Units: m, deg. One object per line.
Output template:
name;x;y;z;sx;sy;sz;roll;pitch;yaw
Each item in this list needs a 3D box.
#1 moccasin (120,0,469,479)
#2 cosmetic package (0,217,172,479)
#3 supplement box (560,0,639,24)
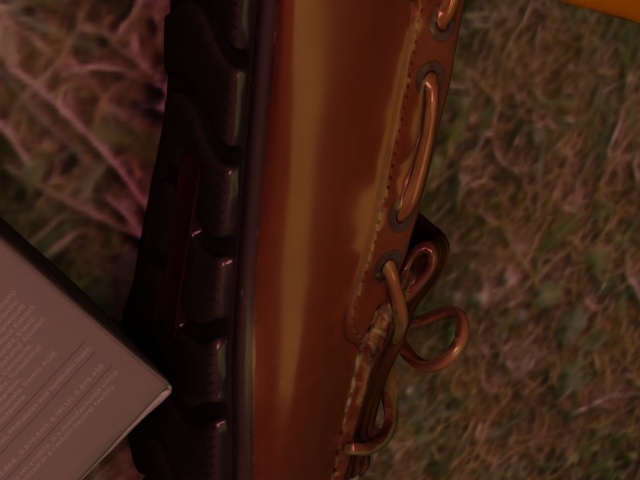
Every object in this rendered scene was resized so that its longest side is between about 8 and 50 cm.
moccasin;-0.001;-0.001;0.721;0.147;0.139;0.380;-5;111;-28
cosmetic package;-0.172;0.000;0.574;0.107;0.127;0.238;-45;138;-7
supplement box;0.202;-0.251;0.570;0.194;0.195;0.356;8;137;-40
